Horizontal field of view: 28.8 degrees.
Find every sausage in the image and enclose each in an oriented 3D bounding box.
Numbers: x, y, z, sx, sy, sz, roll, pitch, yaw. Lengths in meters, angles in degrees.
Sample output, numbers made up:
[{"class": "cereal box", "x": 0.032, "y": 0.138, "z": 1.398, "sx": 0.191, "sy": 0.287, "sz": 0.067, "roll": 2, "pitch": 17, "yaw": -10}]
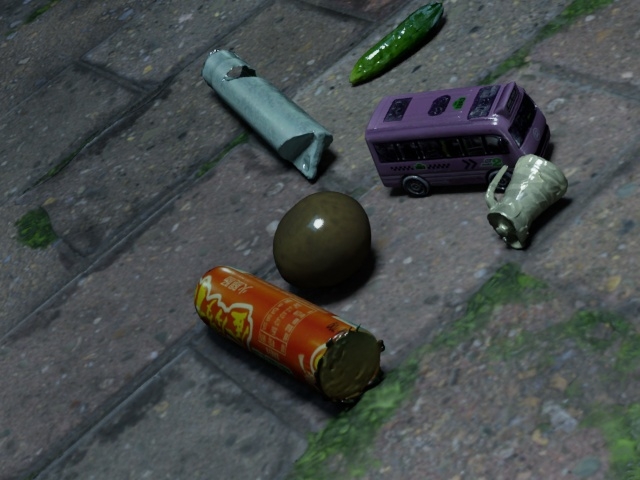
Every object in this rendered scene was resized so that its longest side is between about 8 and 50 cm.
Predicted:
[{"class": "sausage", "x": -0.048, "y": 0.081, "z": 1.220, "sx": 0.083, "sy": 0.083, "sz": 0.264, "roll": -43, "pitch": 36, "yaw": -19}]

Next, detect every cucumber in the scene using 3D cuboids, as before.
[{"class": "cucumber", "x": 0.102, "y": -0.249, "z": 1.552, "sx": 0.168, "sy": 0.039, "sz": 0.039, "roll": -40, "pitch": 37, "yaw": -10}]

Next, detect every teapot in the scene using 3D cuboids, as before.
[{"class": "teapot", "x": 0.194, "y": -0.038, "z": 1.214, "sx": 0.083, "sy": 0.067, "sz": 0.057, "roll": -55, "pitch": -2, "yaw": -21}]

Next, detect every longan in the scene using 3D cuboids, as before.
[{"class": "longan", "x": 0.000, "y": 0.000, "z": 1.271, "sx": 0.113, "sy": 0.092, "sz": 0.113, "roll": -39, "pitch": 28, "yaw": 26}]

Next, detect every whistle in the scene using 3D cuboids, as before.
[{"class": "whistle", "x": -0.067, "y": -0.162, "z": 1.539, "sx": 0.062, "sy": 0.062, "sz": 0.312, "roll": -34, "pitch": 36, "yaw": -7}]

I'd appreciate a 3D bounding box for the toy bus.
[{"class": "toy bus", "x": 0.141, "y": -0.109, "z": 1.300, "sx": 0.178, "sy": 0.098, "sz": 0.087, "roll": -2, "pitch": 43, "yaw": 32}]
